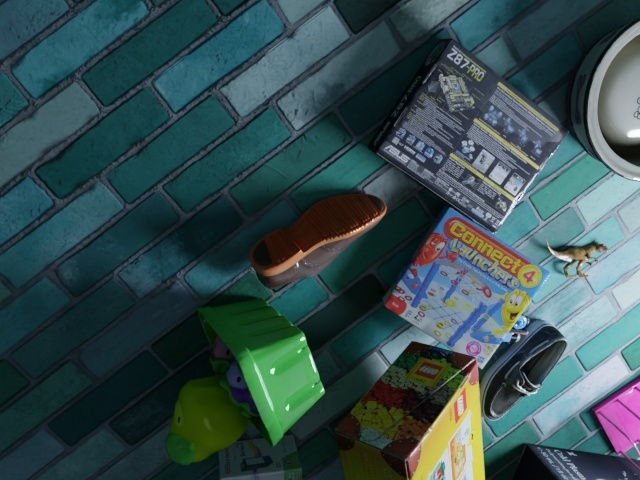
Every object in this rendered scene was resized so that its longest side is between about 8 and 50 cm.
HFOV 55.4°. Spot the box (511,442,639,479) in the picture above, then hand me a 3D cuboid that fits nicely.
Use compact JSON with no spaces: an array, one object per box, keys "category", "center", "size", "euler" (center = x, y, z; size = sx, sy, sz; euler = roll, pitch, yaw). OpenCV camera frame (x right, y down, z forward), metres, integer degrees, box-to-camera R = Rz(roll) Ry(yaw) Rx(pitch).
[{"category":"box","center":[0.847,0.851,1.714],"size":[0.472,0.480,0.297],"euler":[14,102,-15]}]

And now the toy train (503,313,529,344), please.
[{"category":"toy train","center":[0.480,0.232,1.676],"size":[0.184,0.080,0.105],"euler":[8,111,-12]}]

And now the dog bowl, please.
[{"category":"dog bowl","center":[0.808,-0.360,1.528],"size":[0.408,0.150,0.407],"euler":[-3,107,-11]}]

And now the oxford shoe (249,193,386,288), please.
[{"category":"oxford shoe","center":[0.000,0.000,1.510],"size":[0.364,0.130,0.132],"euler":[-26,142,-10]}]

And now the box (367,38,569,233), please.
[{"category":"box","center":[0.364,-0.249,1.501],"size":[0.395,0.097,0.318],"euler":[31,100,-18]}]

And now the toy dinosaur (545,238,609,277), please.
[{"category":"toy dinosaur","center":[0.692,0.047,1.680],"size":[0.212,0.064,0.112],"euler":[-4,89,-20]}]

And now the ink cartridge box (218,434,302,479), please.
[{"category":"ink cartridge box","center":[-0.163,0.605,1.615],"size":[0.213,0.154,0.093],"euler":[-4,107,-10]}]

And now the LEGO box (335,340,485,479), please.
[{"category":"LEGO box","center":[0.250,0.575,1.538],"size":[0.372,0.193,0.500],"euler":[-36,126,-44]}]

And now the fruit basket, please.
[{"category":"fruit basket","center":[-0.218,0.331,1.412],"size":[0.392,0.392,0.282],"euler":[-20,109,-5]}]

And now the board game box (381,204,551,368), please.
[{"category":"board game box","center":[0.368,0.118,1.567],"size":[0.308,0.086,0.302],"euler":[32,98,0]}]

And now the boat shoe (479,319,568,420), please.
[{"category":"boat shoe","center":[0.560,0.376,1.709],"size":[0.121,0.119,0.335],"euler":[28,99,-17]}]

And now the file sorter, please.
[{"category":"file sorter","center":[1.018,0.537,1.813],"size":[0.291,0.182,0.202],"euler":[-34,110,0]}]
